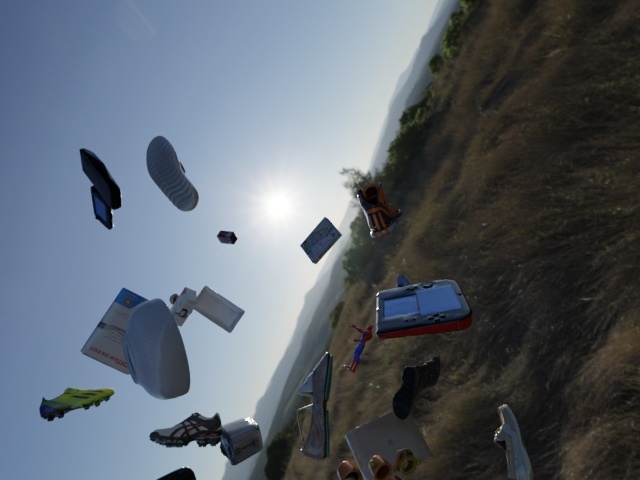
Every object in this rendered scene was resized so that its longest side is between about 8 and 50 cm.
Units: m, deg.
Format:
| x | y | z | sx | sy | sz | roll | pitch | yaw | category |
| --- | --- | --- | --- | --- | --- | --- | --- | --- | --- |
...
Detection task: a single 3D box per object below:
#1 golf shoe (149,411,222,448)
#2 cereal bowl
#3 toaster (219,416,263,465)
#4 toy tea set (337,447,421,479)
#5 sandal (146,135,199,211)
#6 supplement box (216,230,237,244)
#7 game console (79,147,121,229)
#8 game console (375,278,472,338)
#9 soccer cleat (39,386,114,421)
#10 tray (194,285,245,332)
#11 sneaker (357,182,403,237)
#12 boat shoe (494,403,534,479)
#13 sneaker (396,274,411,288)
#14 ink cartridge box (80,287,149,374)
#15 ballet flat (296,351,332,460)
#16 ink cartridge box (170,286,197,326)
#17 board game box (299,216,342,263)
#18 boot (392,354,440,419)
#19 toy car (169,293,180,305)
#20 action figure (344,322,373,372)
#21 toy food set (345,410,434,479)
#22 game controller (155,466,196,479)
| x | y | z | sx | sy | sz | roll | pitch | yaw | category |
| --- | --- | --- | --- | --- | --- | --- | --- | --- | --- |
| -0.529 | 0.750 | 1.592 | 0.105 | 0.273 | 0.120 | 116 | 155 | -46 | golf shoe |
| -0.560 | 0.372 | 1.332 | 0.141 | 0.339 | 0.339 | -16 | -39 | -36 | cereal bowl |
| -0.337 | 0.825 | 1.676 | 0.227 | 0.146 | 0.129 | -14 | 87 | 59 | toaster |
| 0.206 | 0.834 | 1.355 | 0.124 | 0.336 | 0.200 | -155 | 73 | -64 | toy tea set |
| -0.674 | -0.293 | 1.843 | 0.169 | 0.416 | 0.102 | -35 | -17 | 13 | sandal |
| -0.461 | -0.015 | 1.985 | 0.055 | 0.083 | 0.043 | 70 | -145 | -43 | supplement box |
| -0.822 | -0.161 | 1.519 | 0.044 | 0.213 | 0.361 | -31 | -19 | -37 | game console |
| 0.384 | 0.252 | 1.555 | 0.386 | 0.342 | 0.060 | -60 | -40 | -73 | game console |
| -1.070 | 0.690 | 1.771 | 0.093 | 0.289 | 0.121 | 110 | 141 | -52 | soccer cleat |
| -0.569 | 0.382 | 2.234 | 0.145 | 0.270 | 0.030 | -56 | -1 | -14 | tray |
| 0.228 | -0.139 | 1.520 | 0.321 | 0.124 | 0.180 | -57 | -54 | -71 | sneaker |
| 0.422 | 0.449 | 0.905 | 0.170 | 0.059 | 0.063 | -81 | -24 | -58 | boat shoe |
| 0.373 | 0.229 | 1.820 | 0.063 | 0.073 | 0.162 | -22 | 59 | 30 | sneaker |
| -0.850 | 0.399 | 1.773 | 0.307 | 0.223 | 0.129 | -64 | 11 | -22 | ink cartridge box |
| -0.020 | 0.509 | 1.256 | 0.107 | 0.106 | 0.316 | 79 | -167 | -65 | ballet flat |
| -0.653 | 0.316 | 1.912 | 0.150 | 0.063 | 0.109 | -54 | 30 | 13 | ink cartridge box |
| 0.000 | 0.000 | 1.530 | 0.154 | 0.103 | 0.026 | -48 | -36 | 15 | board game box |
| 0.429 | 0.629 | 1.726 | 0.229 | 0.091 | 0.263 | 5 | -75 | -44 | boot |
| -0.875 | 0.422 | 2.576 | 0.182 | 0.159 | 0.136 | 74 | -159 | -64 | toy car |
| 0.195 | 0.580 | 2.252 | 0.280 | 0.139 | 0.091 | -56 | -35 | -20 | action figure |
| 0.288 | 0.861 | 1.687 | 0.092 | 0.306 | 0.220 | 90 | 157 | -49 | toy food set |
| -0.482 | 0.973 | 1.394 | 0.319 | 0.166 | 0.067 | 64 | 157 | 21 | game controller |
